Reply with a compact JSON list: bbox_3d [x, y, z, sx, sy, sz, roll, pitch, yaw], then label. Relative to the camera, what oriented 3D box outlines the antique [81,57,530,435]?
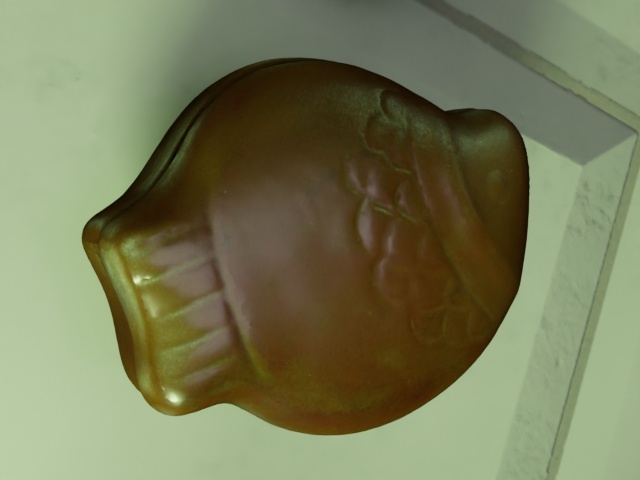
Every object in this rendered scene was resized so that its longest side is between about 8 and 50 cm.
[{"bbox_3d":[0.000,0.000,0.512,0.278,0.129,0.223,-25,104,-25],"label":"antique"}]
